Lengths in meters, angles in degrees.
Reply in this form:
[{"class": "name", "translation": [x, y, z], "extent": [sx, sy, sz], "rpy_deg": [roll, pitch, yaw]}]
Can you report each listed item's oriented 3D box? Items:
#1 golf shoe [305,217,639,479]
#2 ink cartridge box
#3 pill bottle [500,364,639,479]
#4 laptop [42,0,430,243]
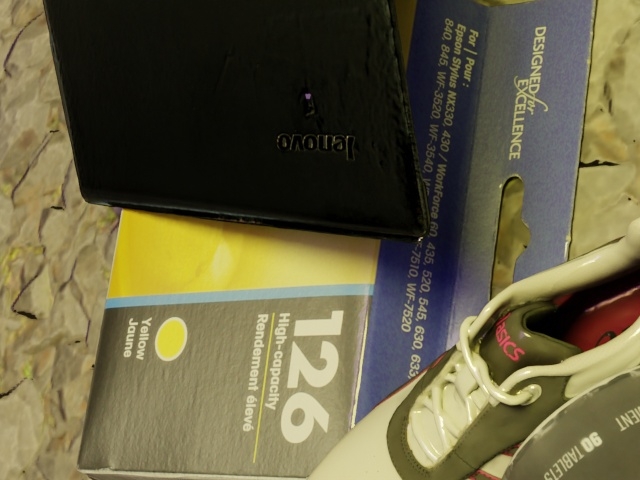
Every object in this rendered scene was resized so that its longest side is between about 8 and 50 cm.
[{"class": "golf shoe", "translation": [0.079, 0.077, 0.777], "extent": [0.273, 0.120, 0.105], "rpy_deg": [-36, 54, 7]}, {"class": "ink cartridge box", "translation": [0.000, 0.000, 0.955], "extent": [0.307, 0.072, 0.304], "rpy_deg": [-6, 68, 41]}, {"class": "pill bottle", "translation": [0.183, 0.177, 0.671], "extent": [0.130, 0.130, 0.246], "rpy_deg": [-45, 49, 17]}, {"class": "laptop", "translation": [-0.005, -0.239, 0.932], "extent": [0.408, 0.236, 0.382], "rpy_deg": [-52, 29, -19]}]
